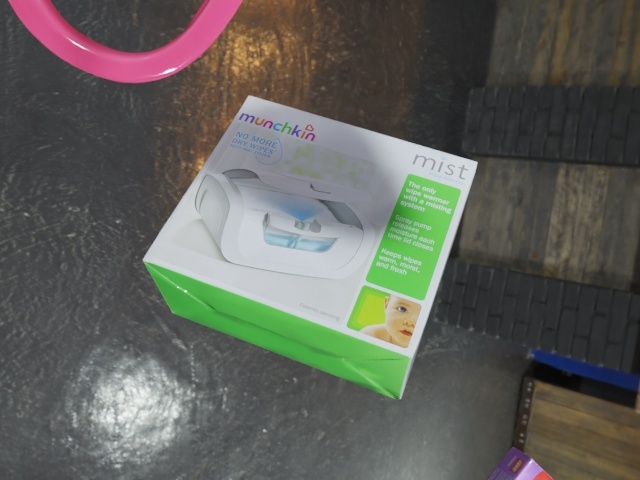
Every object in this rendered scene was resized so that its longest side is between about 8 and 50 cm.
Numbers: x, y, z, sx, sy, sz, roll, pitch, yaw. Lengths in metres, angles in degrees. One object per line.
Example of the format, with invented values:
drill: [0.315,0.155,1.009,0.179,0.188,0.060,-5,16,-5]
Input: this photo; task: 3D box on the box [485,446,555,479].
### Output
box: [0.236,0.446,0.739,0.201,0.057,0.293,44,82,-4]

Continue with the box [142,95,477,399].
box: [0.000,0.000,0.608,0.126,0.262,0.231,88,25,-59]

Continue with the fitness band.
fitness band: [-0.156,-0.286,0.522,0.209,0.054,0.291,29,107,-24]
